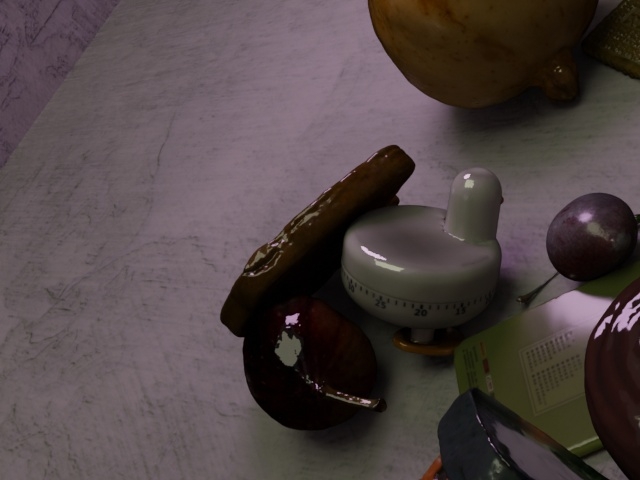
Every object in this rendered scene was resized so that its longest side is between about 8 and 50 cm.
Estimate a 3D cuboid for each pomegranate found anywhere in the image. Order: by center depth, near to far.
[{"bbox_3d":[0.279,-0.383,1.889,0.410,0.410,0.410,-27,38,23],"label":"pomegranate"}]

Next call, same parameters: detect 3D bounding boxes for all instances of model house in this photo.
[{"bbox_3d":[0.188,0.357,1.282,0.301,0.271,0.190,-50,17,19],"label":"model house"}]

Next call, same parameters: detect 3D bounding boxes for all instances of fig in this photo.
[{"bbox_3d":[-0.021,0.188,1.653,0.186,0.203,0.249,-35,9,9],"label":"fig"}]

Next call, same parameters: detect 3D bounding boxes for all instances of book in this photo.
[{"bbox_3d":[0.341,0.164,1.500,0.352,0.035,0.239,-27,40,21],"label":"book"}]

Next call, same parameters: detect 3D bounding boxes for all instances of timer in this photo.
[{"bbox_3d":[0.148,0.013,1.673,0.233,0.240,0.233,4,27,-2],"label":"timer"}]

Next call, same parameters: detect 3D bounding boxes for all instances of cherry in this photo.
[{"bbox_3d":[0.345,0.016,1.569,0.188,0.115,0.148,-38,26,-3],"label":"cherry"}]

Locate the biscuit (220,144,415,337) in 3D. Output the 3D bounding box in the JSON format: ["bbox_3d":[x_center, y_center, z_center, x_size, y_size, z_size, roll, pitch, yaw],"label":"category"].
[{"bbox_3d":[0.000,0.000,1.799,0.381,0.074,0.359,-50,-10,13],"label":"biscuit"}]

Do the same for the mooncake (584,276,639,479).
[{"bbox_3d":[0.452,0.165,1.249,0.334,0.174,0.326,-20,45,29],"label":"mooncake"}]

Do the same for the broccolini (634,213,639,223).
[{"bbox_3d":[0.465,-0.033,1.597,0.140,0.030,0.035,-23,76,35],"label":"broccolini"}]

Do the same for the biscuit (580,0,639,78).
[{"bbox_3d":[0.533,-0.323,1.823,0.172,0.029,0.254,-43,35,-1],"label":"biscuit"}]
